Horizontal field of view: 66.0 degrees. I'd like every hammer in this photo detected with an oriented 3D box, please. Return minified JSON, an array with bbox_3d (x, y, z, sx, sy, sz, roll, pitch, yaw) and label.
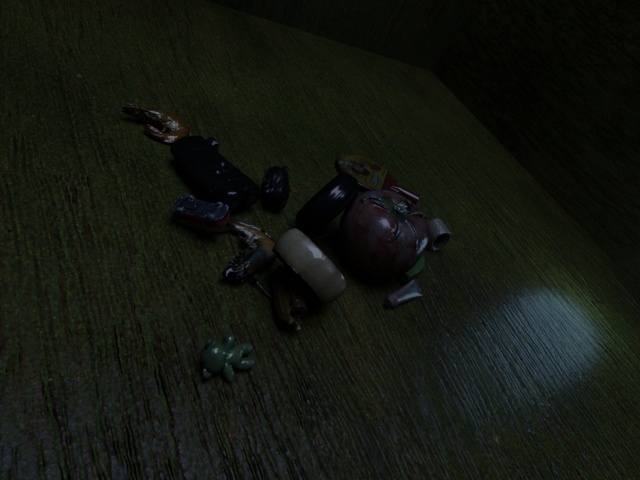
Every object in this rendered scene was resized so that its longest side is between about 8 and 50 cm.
[{"bbox_3d":[-0.165,0.149,1.449,0.110,0.035,0.019,47,37,8],"label":"hammer"}]

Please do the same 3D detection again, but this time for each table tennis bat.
[{"bbox_3d":[0.256,-0.272,2.227,0.414,0.051,0.268,27,36,-1],"label":"table tennis bat"}]

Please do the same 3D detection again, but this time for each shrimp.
[{"bbox_3d":[-0.255,0.020,1.510,0.222,0.054,0.290,35,33,3],"label":"shrimp"},{"bbox_3d":[-0.595,-0.425,1.791,0.248,0.068,0.150,21,42,-21],"label":"shrimp"}]

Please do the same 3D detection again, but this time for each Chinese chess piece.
[{"bbox_3d":[-0.033,0.078,1.453,0.103,0.250,0.250,-42,71,-7],"label":"Chinese chess piece"}]

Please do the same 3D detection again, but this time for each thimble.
[{"bbox_3d":[0.474,-0.026,2.030,0.102,0.115,0.090,4,45,-35],"label":"thimble"}]

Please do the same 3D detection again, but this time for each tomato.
[{"bbox_3d":[0.219,-0.028,1.710,0.316,0.283,0.317,18,42,-16],"label":"tomato"}]

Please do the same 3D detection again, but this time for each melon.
[{"bbox_3d":[0.336,0.091,1.872,0.114,0.053,0.261,22,29,19],"label":"melon"}]

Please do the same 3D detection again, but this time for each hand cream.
[{"bbox_3d":[0.292,0.188,1.713,0.209,0.043,0.067,-18,80,-47],"label":"hand cream"}]

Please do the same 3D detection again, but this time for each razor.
[{"bbox_3d":[-0.361,-0.227,1.681,0.327,0.107,0.189,46,39,21],"label":"razor"}]

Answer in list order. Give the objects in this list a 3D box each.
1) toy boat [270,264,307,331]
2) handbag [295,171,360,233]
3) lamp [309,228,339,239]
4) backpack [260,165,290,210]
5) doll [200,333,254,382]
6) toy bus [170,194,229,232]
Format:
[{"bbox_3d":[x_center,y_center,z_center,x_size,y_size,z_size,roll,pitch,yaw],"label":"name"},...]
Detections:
[{"bbox_3d":[-0.091,0.161,1.427,0.068,0.088,0.226,49,16,-43],"label":"toy boat"},{"bbox_3d":[0.021,-0.131,1.711,0.093,0.253,0.308,50,19,-7],"label":"handbag"},{"bbox_3d":[0.000,0.000,1.721,0.198,0.050,0.056,-15,53,-42],"label":"lamp"},{"bbox_3d":[-0.164,-0.187,1.775,0.105,0.120,0.165,6,38,2],"label":"backpack"},{"bbox_3d":[-0.231,0.288,1.214,0.150,0.077,0.115,11,77,-41],"label":"doll"},{"bbox_3d":[-0.359,-0.077,1.493,0.174,0.077,0.079,13,45,13],"label":"toy bus"}]
